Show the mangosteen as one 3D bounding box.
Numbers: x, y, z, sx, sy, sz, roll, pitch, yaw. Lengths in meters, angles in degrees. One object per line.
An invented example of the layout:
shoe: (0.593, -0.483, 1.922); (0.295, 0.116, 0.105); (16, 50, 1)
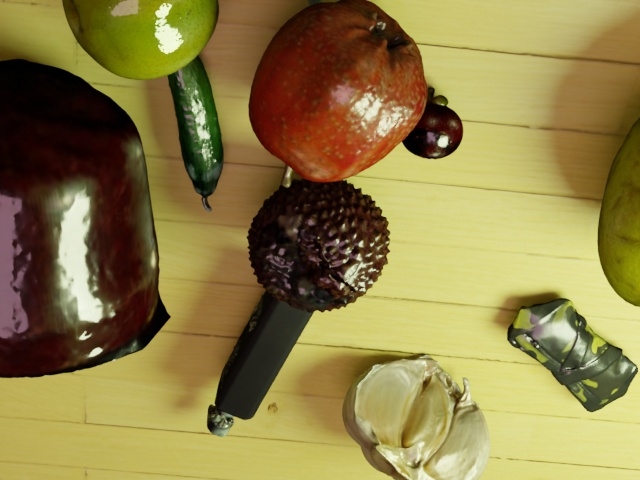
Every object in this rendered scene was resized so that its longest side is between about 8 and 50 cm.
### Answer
mangosteen: (0.139, -0.139, 1.477); (0.081, 0.081, 0.081); (0, 126, 1)

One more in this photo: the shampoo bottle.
shampoo bottle: (-0.089, 0.167, 1.688); (0.071, 0.098, 0.309); (20, 123, -13)

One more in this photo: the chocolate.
chocolate: (-0.368, -0.052, 1.416); (0.383, 0.384, 0.331); (3, 109, -1)

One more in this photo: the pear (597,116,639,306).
pear: (0.466, -0.045, 1.435); (0.269, 0.269, 0.321); (12, 137, -7)

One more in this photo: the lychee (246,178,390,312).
lychee: (0.000, 0.000, 1.521); (0.188, 0.188, 0.188); (0, 126, 1)

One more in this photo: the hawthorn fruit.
hawthorn fruit: (0.007, -0.159, 1.393); (0.205, 0.205, 0.253); (29, 126, -18)

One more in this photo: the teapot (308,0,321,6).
teapot: (0.026, -0.357, 1.297); (0.159, 0.159, 0.232); (30, 116, -19)

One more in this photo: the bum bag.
bum bag: (0.362, 0.160, 1.700); (0.106, 0.060, 0.232); (-41, 118, 16)

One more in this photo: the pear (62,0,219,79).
pear: (-0.181, -0.278, 1.344); (0.216, 0.166, 0.180); (-16, 116, -20)

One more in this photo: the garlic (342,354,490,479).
garlic: (0.136, 0.278, 1.750); (0.229, 0.178, 0.143); (34, 153, -1)

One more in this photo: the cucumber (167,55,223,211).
cucumber: (-0.156, -0.147, 1.493); (0.056, 0.056, 0.250); (-5, 124, 4)
